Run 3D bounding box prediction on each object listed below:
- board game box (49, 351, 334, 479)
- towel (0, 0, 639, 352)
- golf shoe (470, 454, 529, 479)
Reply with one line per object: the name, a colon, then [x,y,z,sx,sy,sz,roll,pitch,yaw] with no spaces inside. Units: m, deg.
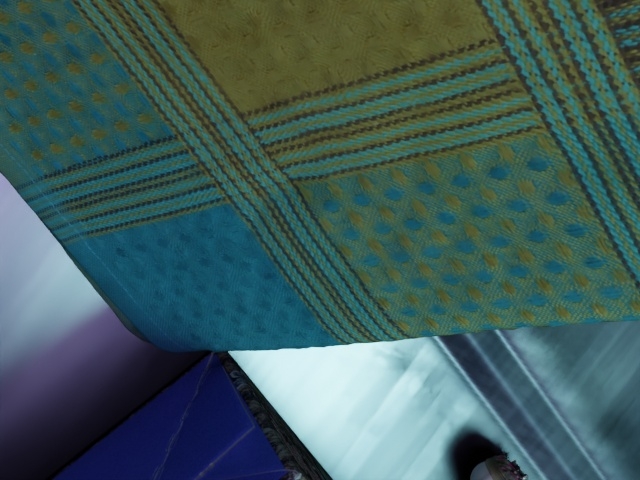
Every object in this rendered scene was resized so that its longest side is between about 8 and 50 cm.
board game box: [-0.050,0.254,0.590,0.232,0.141,0.291,-38,118,-4]
towel: [-0.009,-0.062,0.397,0.271,0.370,0.040,55,46,-27]
golf shoe: [0.126,0.229,0.691,0.085,0.067,0.186,-20,108,3]
